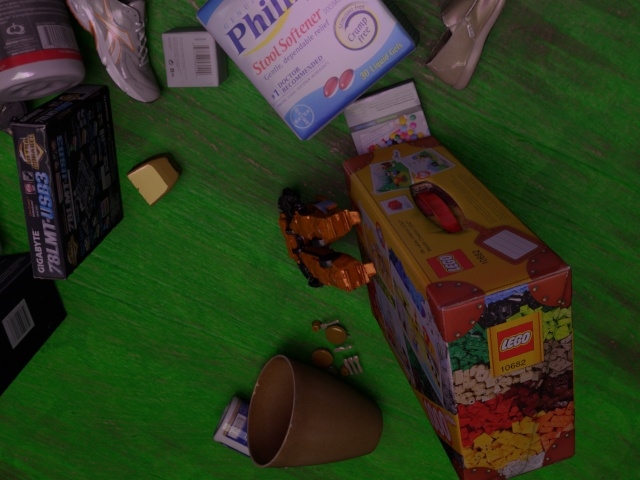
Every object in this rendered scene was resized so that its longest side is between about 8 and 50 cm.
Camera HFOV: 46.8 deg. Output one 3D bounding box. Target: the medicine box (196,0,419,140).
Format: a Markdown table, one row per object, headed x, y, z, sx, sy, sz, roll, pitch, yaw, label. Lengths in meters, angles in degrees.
| x | y | z | sx | sy | sz | roll | pitch | yaw | label |
| --- | --- | --- | --- | --- | --- | --- | --- | --- | --- |
| -0.017 | -0.375 | 1.297 | 0.263 | 0.149 | 0.289 | -38 | 102 | 21 | medicine box |

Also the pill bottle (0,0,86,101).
| x | y | z | sx | sy | sz | roll | pitch | yaw | label |
| --- | --- | --- | --- | --- | --- | --- | --- | --- | --- |
| -0.549 | -0.423 | 1.316 | 0.176 | 0.176 | 0.319 | -15 | 94 | 14 | pill bottle |

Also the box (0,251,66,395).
| x | y | z | sx | sy | sz | roll | pitch | yaw | label |
| --- | --- | --- | --- | --- | --- | --- | --- | --- | --- |
| -0.769 | 0.188 | 1.557 | 0.312 | 0.343 | 0.179 | -6 | 114 | 11 | box |

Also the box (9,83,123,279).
| x | y | z | sx | sy | sz | roll | pitch | yaw | label |
| --- | --- | --- | --- | --- | --- | --- | --- | --- | --- |
| -0.468 | -0.119 | 1.402 | 0.073 | 0.293 | 0.296 | 3 | 115 | 7 | box |

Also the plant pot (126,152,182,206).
| x | y | z | sx | sy | sz | roll | pitch | yaw | label |
| --- | --- | --- | --- | --- | --- | --- | --- | --- | --- |
| -0.329 | -0.133 | 1.498 | 0.083 | 0.081 | 0.081 | -35 | 106 | 8 | plant pot |

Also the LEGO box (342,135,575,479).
| x | y | z | sx | sy | sz | roll | pitch | yaw | label |
| --- | --- | --- | --- | --- | --- | --- | --- | --- | --- |
| 0.220 | 0.096 | 1.256 | 0.193 | 0.500 | 0.373 | -17 | 121 | -6 | LEGO box |

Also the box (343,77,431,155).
| x | y | z | sx | sy | sz | roll | pitch | yaw | label |
| --- | --- | --- | --- | --- | --- | --- | --- | --- | --- |
| 0.138 | -0.200 | 1.424 | 0.145 | 0.038 | 0.186 | -16 | 113 | 15 | box |

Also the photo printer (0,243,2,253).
| x | y | z | sx | sy | sz | roll | pitch | yaw | label |
| --- | --- | --- | --- | --- | --- | --- | --- | --- | --- |
| -0.781 | -0.021 | 1.481 | 0.107 | 0.307 | 0.256 | -19 | 108 | 15 | photo printer |

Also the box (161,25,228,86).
| x | y | z | sx | sy | sz | roll | pitch | yaw | label |
| --- | --- | --- | --- | --- | --- | --- | --- | --- | --- |
| -0.232 | -0.344 | 1.380 | 0.101 | 0.087 | 0.101 | 1 | 115 | 8 | box |

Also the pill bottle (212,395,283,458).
| x | y | z | sx | sy | sz | roll | pitch | yaw | label |
| --- | --- | --- | --- | --- | --- | --- | --- | --- | --- |
| -0.144 | 0.451 | 1.720 | 0.186 | 0.112 | 0.112 | 28 | 115 | -6 | pill bottle |

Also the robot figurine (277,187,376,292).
| x | y | z | sx | sy | sz | roll | pitch | yaw | label |
| --- | --- | --- | --- | --- | --- | --- | --- | --- | --- |
| 0.000 | 0.000 | 1.422 | 0.085 | 0.291 | 0.211 | -21 | 105 | -17 | robot figurine |

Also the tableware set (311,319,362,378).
| x | y | z | sx | sy | sz | roll | pitch | yaw | label |
| --- | --- | --- | --- | --- | --- | --- | --- | --- | --- |
| 0.026 | 0.243 | 1.652 | 0.104 | 0.024 | 0.154 | -19 | 112 | 19 | tableware set |

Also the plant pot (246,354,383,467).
| x | y | z | sx | sy | sz | roll | pitch | yaw | label |
| --- | --- | --- | --- | --- | --- | --- | --- | --- | --- |
| 0.001 | 0.389 | 1.623 | 0.254 | 0.237 | 0.237 | 15 | 118 | -24 | plant pot |

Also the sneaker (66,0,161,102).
| x | y | z | sx | sy | sz | roll | pitch | yaw | label |
| --- | --- | --- | --- | --- | --- | --- | --- | --- | --- |
| -0.359 | -0.384 | 1.378 | 0.121 | 0.099 | 0.262 | -25 | 110 | 13 | sneaker |

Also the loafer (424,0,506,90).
| x | y | z | sx | sy | sz | roll | pitch | yaw | label |
| --- | --- | --- | --- | --- | --- | --- | --- | --- | --- |
| 0.256 | -0.394 | 1.283 | 0.092 | 0.102 | 0.269 | 14 | 116 | -6 | loafer |

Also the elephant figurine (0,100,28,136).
| x | y | z | sx | sy | sz | roll | pitch | yaw | label |
| --- | --- | --- | --- | --- | --- | --- | --- | --- | --- |
| -0.647 | -0.269 | 1.424 | 0.239 | 0.186 | 0.170 | -14 | 82 | -14 | elephant figurine |
